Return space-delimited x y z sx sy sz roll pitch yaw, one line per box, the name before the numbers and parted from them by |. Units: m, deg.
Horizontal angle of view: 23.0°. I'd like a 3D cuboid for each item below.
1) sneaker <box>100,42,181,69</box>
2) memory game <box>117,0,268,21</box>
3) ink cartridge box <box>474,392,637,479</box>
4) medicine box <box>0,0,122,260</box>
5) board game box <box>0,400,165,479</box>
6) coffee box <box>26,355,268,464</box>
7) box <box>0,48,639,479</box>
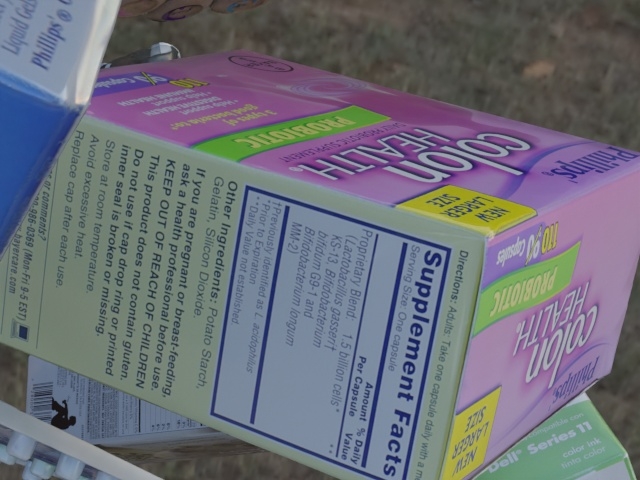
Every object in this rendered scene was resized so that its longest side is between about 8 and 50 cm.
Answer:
sneaker | -0.165 -0.089 1.101 0.132 0.228 0.086 -1 91 -8
memory game | -0.025 -0.141 0.763 0.186 0.186 0.012 -13 84 -24
ink cartridge box | 0.156 0.165 1.277 0.119 0.207 0.353 -24 31 -1
medicine box | -0.239 -0.060 0.494 0.289 0.263 0.149 24 41 -16
board game box | -0.276 0.099 0.918 0.390 0.390 0.050 12 73 34
coffee box | -0.164 0.177 1.749 0.168 0.297 0.119 19 66 -52
box | 0.000 0.000 0.729 0.243 0.117 0.213 19 19 25
